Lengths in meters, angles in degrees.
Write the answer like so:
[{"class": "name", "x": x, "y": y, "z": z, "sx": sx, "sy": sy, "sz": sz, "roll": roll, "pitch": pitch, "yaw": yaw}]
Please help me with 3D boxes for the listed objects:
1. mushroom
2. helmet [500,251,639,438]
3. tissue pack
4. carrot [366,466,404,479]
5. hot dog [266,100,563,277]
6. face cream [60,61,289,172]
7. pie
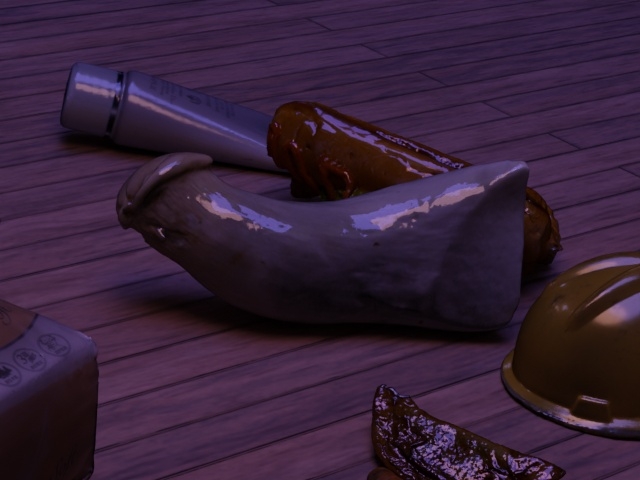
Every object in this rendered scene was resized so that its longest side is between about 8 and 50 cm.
[{"class": "mushroom", "x": -0.001, "y": 0.000, "z": 1.754, "sx": 0.397, "sy": 0.177, "sz": 0.126, "roll": 0, "pitch": 19, "yaw": -12}, {"class": "helmet", "x": 0.301, "y": 0.081, "z": 1.704, "sx": 0.257, "sy": 0.140, "sz": 0.205, "roll": -4, "pitch": 27, "yaw": -18}, {"class": "tissue pack", "x": -0.334, "y": 0.117, "z": 1.331, "sx": 0.238, "sy": 0.238, "sz": 0.305, "roll": 20, "pitch": 27, "yaw": 25}, {"class": "carrot", "x": 0.080, "y": 0.232, "z": 1.407, "sx": 0.061, "sy": 0.061, "sz": 0.209, "roll": -2, "pitch": 22, "yaw": -19}, {"class": "hot dog", "x": 0.096, "y": -0.046, "z": 1.945, "sx": 0.349, "sy": 0.117, "sz": 0.158, "roll": 23, "pitch": 0, "yaw": 17}, {"class": "face cream", "x": -0.149, "y": -0.141, "z": 2.134, "sx": 0.314, "sy": 0.089, "sz": 0.143, "roll": 11, "pitch": 22, "yaw": -10}, {"class": "pie", "x": 0.105, "y": 0.188, "z": 1.533, "sx": 0.191, "sy": 0.033, "sz": 0.088, "roll": 24, "pitch": 45, "yaw": 30}]
